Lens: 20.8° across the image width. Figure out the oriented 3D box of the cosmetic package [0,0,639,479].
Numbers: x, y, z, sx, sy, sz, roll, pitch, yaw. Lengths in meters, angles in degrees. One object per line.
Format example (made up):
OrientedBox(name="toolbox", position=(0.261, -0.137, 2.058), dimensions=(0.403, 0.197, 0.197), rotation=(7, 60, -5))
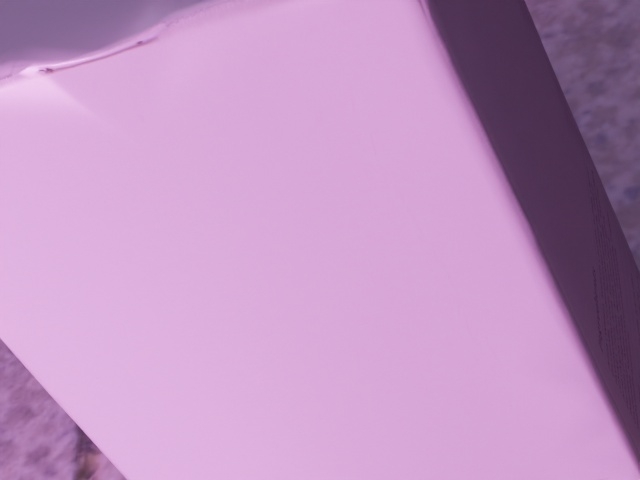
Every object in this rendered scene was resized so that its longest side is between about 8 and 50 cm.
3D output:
OrientedBox(name="cosmetic package", position=(0.000, 0.000, 0.713), dimensions=(0.217, 0.385, 0.156), rotation=(-13, 47, 16))
